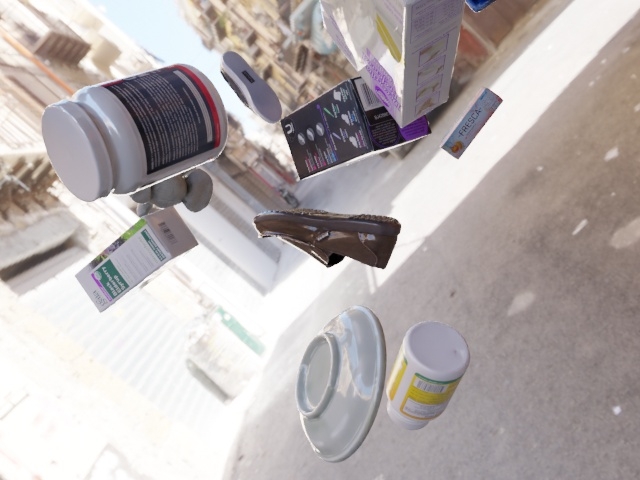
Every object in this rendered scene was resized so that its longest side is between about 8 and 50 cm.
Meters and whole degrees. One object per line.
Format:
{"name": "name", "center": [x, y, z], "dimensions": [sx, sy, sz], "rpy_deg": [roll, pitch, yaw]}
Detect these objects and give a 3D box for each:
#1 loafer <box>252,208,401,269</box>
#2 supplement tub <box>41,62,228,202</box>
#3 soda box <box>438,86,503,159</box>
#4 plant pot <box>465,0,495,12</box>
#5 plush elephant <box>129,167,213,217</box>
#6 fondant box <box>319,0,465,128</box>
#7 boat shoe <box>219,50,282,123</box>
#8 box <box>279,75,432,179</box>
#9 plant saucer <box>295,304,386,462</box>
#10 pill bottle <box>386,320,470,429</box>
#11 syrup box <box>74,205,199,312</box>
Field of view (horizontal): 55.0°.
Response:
{"name": "loafer", "center": [0.000, 0.000, 1.383], "dimensions": [0.366, 0.130, 0.134], "rpy_deg": [7, 9, 32]}
{"name": "supplement tub", "center": [-0.318, -0.192, 1.081], "dimensions": [0.272, 0.191, 0.191], "rpy_deg": [-31, -6, -40]}
{"name": "soda box", "center": [0.377, -0.296, 1.548], "dimensions": [0.183, 0.058, 0.063], "rpy_deg": [-54, 6, 16]}
{"name": "plant pot", "center": [0.289, -0.535, 0.998], "dimensions": [0.236, 0.236, 0.212], "rpy_deg": [-35, -8, 1]}
{"name": "plush elephant", "center": [-0.458, -0.180, 1.741], "dimensions": [0.330, 0.272, 0.255], "rpy_deg": [-26, 56, 42]}
{"name": "fondant box", "center": [0.089, -0.338, 0.880], "dimensions": [0.096, 0.238, 0.330], "rpy_deg": [-34, -16, -2]}
{"name": "boat shoe", "center": [-0.189, -0.387, 1.610], "dimensions": [0.080, 0.228, 0.076], "rpy_deg": [-40, -2, -31]}
{"name": "box", "center": [0.064, -0.233, 1.245], "dimensions": [0.165, 0.143, 0.270], "rpy_deg": [-21, 5, -32]}
{"name": "plant saucer", "center": [0.024, 0.349, 1.563], "dimensions": [0.400, 0.101, 0.400], "rpy_deg": [-52, 28, 43]}
{"name": "pill bottle", "center": [0.184, 0.251, 1.104], "dimensions": [0.117, 0.118, 0.208], "rpy_deg": [-55, -18, -44]}
{"name": "syrup box", "center": [-0.357, 0.039, 1.188], "dimensions": [0.237, 0.093, 0.096], "rpy_deg": [-34, 1, 28]}
